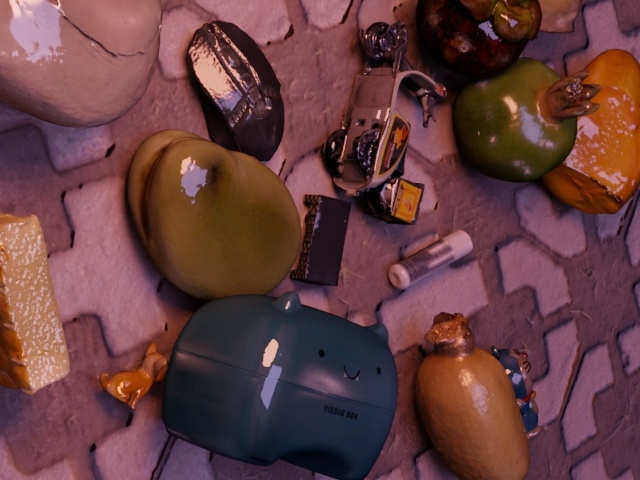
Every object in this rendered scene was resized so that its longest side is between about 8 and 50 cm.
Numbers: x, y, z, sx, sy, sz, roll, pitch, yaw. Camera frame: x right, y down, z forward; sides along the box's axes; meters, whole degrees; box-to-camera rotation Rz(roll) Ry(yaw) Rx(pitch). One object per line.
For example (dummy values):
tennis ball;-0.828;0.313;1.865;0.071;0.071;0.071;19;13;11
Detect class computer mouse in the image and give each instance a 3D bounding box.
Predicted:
computer mouse;-0.098;-0.183;1.497;0.106;0.062;0.192;-37;115;-30

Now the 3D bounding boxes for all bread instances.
bread;-0.337;0.065;1.290;0.068;0.125;0.188;-17;103;-37

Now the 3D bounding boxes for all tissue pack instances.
tissue pack;-0.040;0.172;1.466;0.287;0.198;0.206;24;79;-46

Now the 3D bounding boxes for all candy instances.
candy;-0.292;-0.240;1.254;0.295;0.185;0.295;37;43;-45

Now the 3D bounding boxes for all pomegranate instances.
pomegranate;0.298;-0.178;1.697;0.187;0.225;0.187;8;75;-31

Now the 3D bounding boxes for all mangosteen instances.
mangosteen;0.213;-0.311;1.625;0.173;0.184;0.172;0;66;-1

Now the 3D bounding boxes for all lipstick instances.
lipstick;0.158;0.028;1.716;0.141;0.040;0.040;-26;108;-33

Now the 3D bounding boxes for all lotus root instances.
lotus root;0.213;0.251;1.704;0.131;0.146;0.303;-38;117;-31

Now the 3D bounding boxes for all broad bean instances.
broad bean;-0.122;-0.021;1.454;0.263;0.121;0.189;39;74;-34

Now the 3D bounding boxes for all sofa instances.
sofa;0.000;0.000;1.597;0.060;0.039;0.118;13;84;-38

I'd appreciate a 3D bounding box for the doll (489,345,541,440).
doll;0.284;0.224;1.791;0.085;0.114;0.152;-23;103;0

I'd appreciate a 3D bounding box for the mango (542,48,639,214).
mango;0.442;-0.177;1.863;0.187;0.138;0.257;39;66;-19

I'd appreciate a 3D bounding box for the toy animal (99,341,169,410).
toy animal;-0.219;0.157;1.431;0.081;0.060;0.083;45;75;-31

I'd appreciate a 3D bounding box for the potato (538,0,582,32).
potato;0.267;-0.446;1.744;0.264;0.189;0.211;8;46;-5

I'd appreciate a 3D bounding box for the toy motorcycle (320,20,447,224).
toy motorcycle;0.093;-0.167;1.628;0.157;0.091;0.263;22;79;-40
